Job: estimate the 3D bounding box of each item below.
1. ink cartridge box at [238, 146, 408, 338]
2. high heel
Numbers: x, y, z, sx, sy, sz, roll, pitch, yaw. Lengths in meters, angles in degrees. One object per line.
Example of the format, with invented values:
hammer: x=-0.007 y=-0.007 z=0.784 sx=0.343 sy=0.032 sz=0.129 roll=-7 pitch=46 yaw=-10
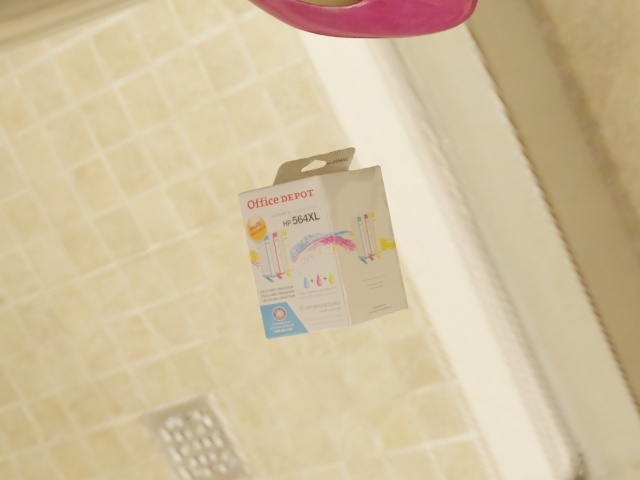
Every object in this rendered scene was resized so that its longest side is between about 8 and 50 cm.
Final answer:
ink cartridge box: x=0.000 y=0.000 z=1.225 sx=0.092 sy=0.090 sz=0.143 roll=-12 pitch=91 yaw=37
high heel: x=-0.016 y=-0.161 z=0.748 sx=0.244 sy=0.117 sz=0.082 roll=23 pitch=90 yaw=-17
